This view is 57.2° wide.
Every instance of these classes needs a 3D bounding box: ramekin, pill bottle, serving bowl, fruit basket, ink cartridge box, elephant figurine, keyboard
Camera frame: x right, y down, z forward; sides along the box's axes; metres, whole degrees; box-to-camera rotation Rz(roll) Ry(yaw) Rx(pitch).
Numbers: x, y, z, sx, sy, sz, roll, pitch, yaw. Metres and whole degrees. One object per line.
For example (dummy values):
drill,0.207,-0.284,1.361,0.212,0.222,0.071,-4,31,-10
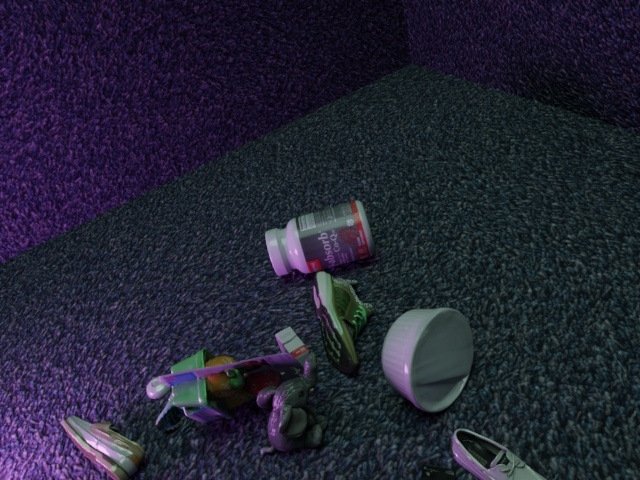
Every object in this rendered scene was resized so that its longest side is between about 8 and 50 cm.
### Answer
ramekin,0.277,0.305,1.558,0.127,0.273,0.273,7,40,48
pill bottle,0.000,0.000,2.119,0.363,0.210,0.210,-16,35,3
serving bowl,-0.518,0.462,1.872,0.083,0.027,0.083,-12,35,8
fruit basket,-0.215,0.396,1.616,0.353,0.327,0.165,-7,63,8
ink cartridge box,-0.075,0.341,1.785,0.056,0.099,0.135,-29,37,-15
elephant figurine,-0.082,0.433,1.542,0.169,0.239,0.186,1,40,22
keyboard,0.250,0.605,1.361,0.108,0.023,0.180,4,39,17

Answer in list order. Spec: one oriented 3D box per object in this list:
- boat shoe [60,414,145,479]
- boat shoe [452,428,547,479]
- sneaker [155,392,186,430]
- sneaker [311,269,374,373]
boat shoe,-0.626,0.583,1.696,0.302,0.113,0.103,24,50,29
boat shoe,0.419,0.519,1.345,0.096,0.088,0.267,-35,39,-24
sneaker,-0.434,0.494,1.770,0.083,0.071,0.191,2,31,35
sneaker,0.090,0.235,1.841,0.182,0.158,0.410,-4,39,-11
